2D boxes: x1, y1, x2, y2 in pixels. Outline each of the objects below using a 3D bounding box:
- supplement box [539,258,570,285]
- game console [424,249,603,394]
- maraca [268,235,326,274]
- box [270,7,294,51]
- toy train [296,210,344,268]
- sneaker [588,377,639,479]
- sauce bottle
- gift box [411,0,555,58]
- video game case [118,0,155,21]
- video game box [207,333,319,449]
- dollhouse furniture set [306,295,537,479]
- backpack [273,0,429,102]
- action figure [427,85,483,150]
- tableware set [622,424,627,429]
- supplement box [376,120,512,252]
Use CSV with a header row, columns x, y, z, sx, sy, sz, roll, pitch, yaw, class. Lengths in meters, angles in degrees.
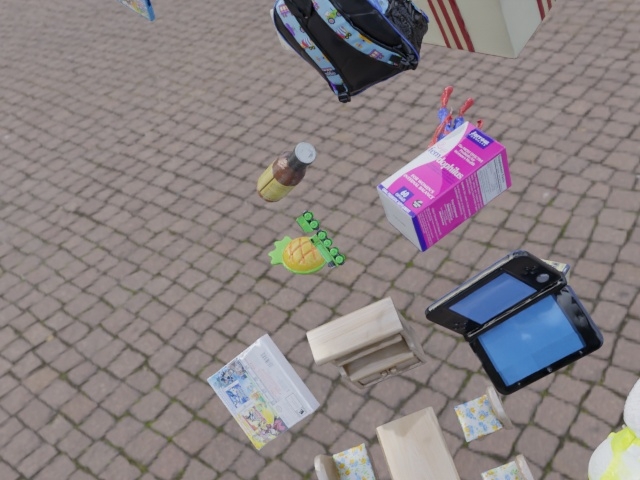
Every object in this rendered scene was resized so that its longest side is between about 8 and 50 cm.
x,y,z,sx,sy,sz,roll,pitch,yaw,class
0.560,0.099,1.715,0.083,0.083,0.056,13,34,31,supplement box
0.429,0.194,1.583,0.293,0.250,0.173,-39,42,32,game console
-0.062,0.040,2.041,0.186,0.099,0.127,11,53,26,maraca
0.042,-0.497,1.494,0.275,0.094,0.113,-28,25,-15,box
0.000,0.000,0.878,0.024,0.083,0.017,-35,1,16,toy train
0.259,0.168,0.479,0.126,0.240,0.091,30,19,-11,sneaker
-0.040,-0.081,0.842,0.042,0.042,0.128,-37,4,-27,sauce bottle
0.241,-0.454,1.107,0.255,0.258,0.276,18,67,37,gift box
-0.399,-0.526,1.417,0.119,0.166,0.015,34,72,10,video game case
-0.132,0.348,1.607,0.187,0.205,0.048,-39,-5,21,video game box
0.150,0.340,1.281,0.362,0.256,0.394,-25,61,10,dollhouse furniture set
0.034,-0.285,0.904,0.158,0.173,0.116,-17,44,47,backpack
0.304,-0.265,1.543,0.092,0.139,0.280,26,48,-6,action figure
0.578,0.369,1.189,0.169,0.020,0.141,-5,64,-34,tableware set
0.232,-0.101,1.304,0.220,0.114,0.111,-36,48,-9,supplement box
